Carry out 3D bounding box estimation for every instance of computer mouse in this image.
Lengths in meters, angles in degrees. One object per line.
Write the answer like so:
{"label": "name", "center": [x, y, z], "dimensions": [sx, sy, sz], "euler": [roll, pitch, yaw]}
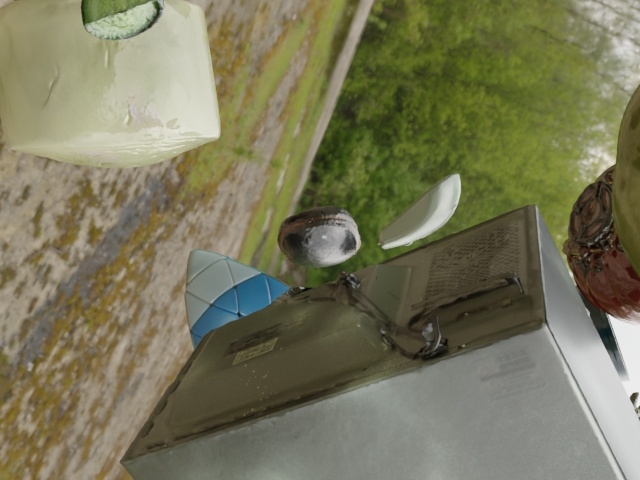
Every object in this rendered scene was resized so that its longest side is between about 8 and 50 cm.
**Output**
{"label": "computer mouse", "center": [0.159, -0.033, 1.163], "dimensions": [0.182, 0.056, 0.089], "euler": [-41, 165, 29]}
{"label": "computer mouse", "center": [0.001, 0.005, 1.678], "dimensions": [0.323, 0.183, 0.116], "euler": [55, 26, -79]}

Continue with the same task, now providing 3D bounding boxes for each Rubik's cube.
{"label": "Rubik's cube", "center": [-0.175, 0.105, 1.536], "dimensions": [0.254, 0.254, 0.254], "euler": [24, 90, -86]}

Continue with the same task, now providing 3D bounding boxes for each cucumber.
{"label": "cucumber", "center": [-0.274, -0.347, 1.038], "dimensions": [0.062, 0.116, 0.115], "euler": [71, 9, -72]}

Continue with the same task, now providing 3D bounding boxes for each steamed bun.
{"label": "steamed bun", "center": [-0.446, -0.342, 1.554], "dimensions": [0.290, 0.456, 0.371], "euler": [177, -94, -73]}

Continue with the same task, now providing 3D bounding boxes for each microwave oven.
{"label": "microwave oven", "center": [0.078, 0.203, 0.760], "dimensions": [0.432, 0.374, 0.236], "euler": [-23, -160, 23]}

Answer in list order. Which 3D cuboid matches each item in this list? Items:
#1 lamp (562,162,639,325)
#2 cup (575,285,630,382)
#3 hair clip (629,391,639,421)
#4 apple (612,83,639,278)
{"label": "lamp", "center": [0.555, -0.007, 1.235], "dimensions": [0.303, 0.257, 0.303], "euler": [-162, -90, -74]}
{"label": "cup", "center": [0.535, 0.262, 1.699], "dimensions": [0.242, 0.292, 0.308], "euler": [63, 22, -22]}
{"label": "hair clip", "center": [0.461, 0.299, 1.111], "dimensions": [0.173, 0.049, 0.049], "euler": [-40, 162, -32]}
{"label": "apple", "center": [0.385, -0.049, 0.578], "dimensions": [0.292, 0.254, 0.292], "euler": [180, -90, -71]}
